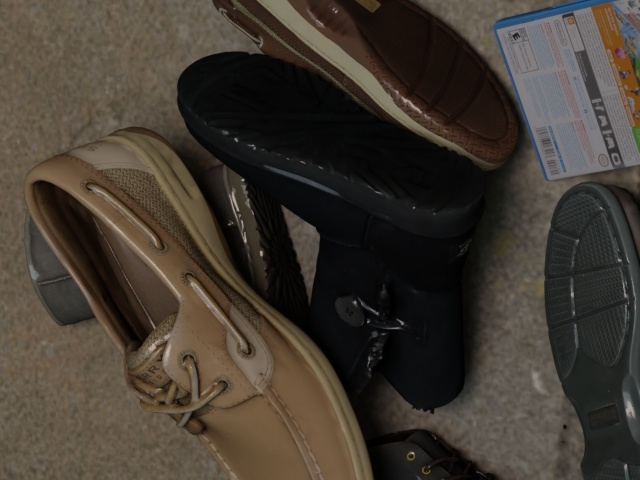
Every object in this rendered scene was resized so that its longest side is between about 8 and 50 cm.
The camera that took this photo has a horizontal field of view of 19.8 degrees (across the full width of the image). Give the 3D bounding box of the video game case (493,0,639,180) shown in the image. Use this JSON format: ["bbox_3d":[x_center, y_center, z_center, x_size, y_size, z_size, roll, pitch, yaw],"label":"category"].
[{"bbox_3d":[0.206,-0.108,1.224,0.166,0.015,0.119,-10,108,37],"label":"video game case"}]

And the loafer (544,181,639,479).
[{"bbox_3d":[0.219,0.091,1.258,0.096,0.084,0.267,-15,81,55],"label":"loafer"}]

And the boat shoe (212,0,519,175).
[{"bbox_3d":[0.027,-0.126,1.307,0.257,0.095,0.095,44,138,11],"label":"boat shoe"}]

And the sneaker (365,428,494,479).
[{"bbox_3d":[0.115,0.191,1.313,0.222,0.083,0.118,-9,93,25],"label":"sneaker"}]

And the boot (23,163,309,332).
[{"bbox_3d":[-0.121,0.036,1.402,0.208,0.076,0.189,-16,81,21],"label":"boot"}]

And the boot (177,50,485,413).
[{"bbox_3d":[0.000,0.000,1.291,0.246,0.094,0.207,27,136,21],"label":"boot"}]

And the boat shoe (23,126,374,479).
[{"bbox_3d":[-0.091,0.082,1.287,0.341,0.110,0.121,55,132,10],"label":"boat shoe"}]
